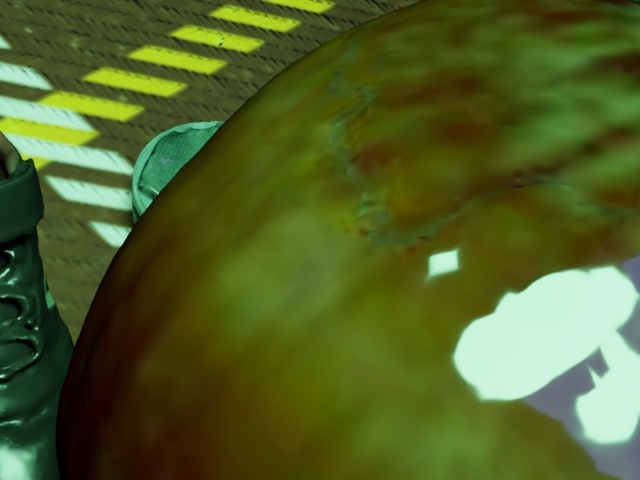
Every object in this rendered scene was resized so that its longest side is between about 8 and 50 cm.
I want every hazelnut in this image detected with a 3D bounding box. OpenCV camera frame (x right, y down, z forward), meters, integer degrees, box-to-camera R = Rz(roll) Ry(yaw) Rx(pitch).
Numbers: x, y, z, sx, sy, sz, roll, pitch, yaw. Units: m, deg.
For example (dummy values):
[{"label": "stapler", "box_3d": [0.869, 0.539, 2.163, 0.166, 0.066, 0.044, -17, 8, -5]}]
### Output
[{"label": "hazelnut", "box_3d": [0.088, 0.106, 0.562, 0.402, 0.402, 0.429, -28, 68, -37]}]

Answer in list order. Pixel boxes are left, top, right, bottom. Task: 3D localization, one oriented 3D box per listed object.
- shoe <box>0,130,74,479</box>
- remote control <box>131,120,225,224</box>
[{"label": "shoe", "box_3d": [-0.180, 0.017, 0.672, 0.114, 0.137, 0.291, -16, 64, -33]}, {"label": "remote control", "box_3d": [0.000, 0.000, 0.810, 0.247, 0.052, 0.104, 22, 52, 1]}]
